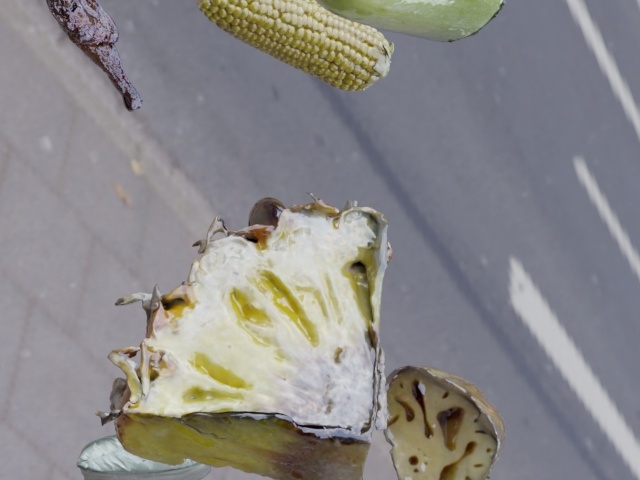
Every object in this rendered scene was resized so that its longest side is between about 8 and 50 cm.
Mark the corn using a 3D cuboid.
[{"bbox_3d":[-0.029,-0.258,1.769,0.260,0.091,0.091,23,29,-27],"label":"corn"}]

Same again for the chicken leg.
[{"bbox_3d":[-0.280,-0.247,1.783,0.205,0.053,0.093,46,21,-47],"label":"chicken leg"}]

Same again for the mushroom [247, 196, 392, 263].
[{"bbox_3d":[-0.005,0.010,1.245,0.088,0.130,0.072,82,25,-79],"label":"mushroom"}]

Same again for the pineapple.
[{"bbox_3d":[-0.028,0.080,0.953,0.236,0.186,0.114,-41,157,-24],"label":"pineapple"}]

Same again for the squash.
[{"bbox_3d":[0.035,-0.172,0.932,0.224,0.094,0.094,-14,86,-58],"label":"squash"}]

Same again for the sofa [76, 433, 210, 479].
[{"bbox_3d":[-0.233,0.216,1.945,0.210,0.176,0.225,111,-22,-75],"label":"sofa"}]

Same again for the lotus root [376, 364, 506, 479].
[{"bbox_3d":[0.116,0.176,1.238,0.135,0.095,0.159,-8,80,-74],"label":"lotus root"}]
